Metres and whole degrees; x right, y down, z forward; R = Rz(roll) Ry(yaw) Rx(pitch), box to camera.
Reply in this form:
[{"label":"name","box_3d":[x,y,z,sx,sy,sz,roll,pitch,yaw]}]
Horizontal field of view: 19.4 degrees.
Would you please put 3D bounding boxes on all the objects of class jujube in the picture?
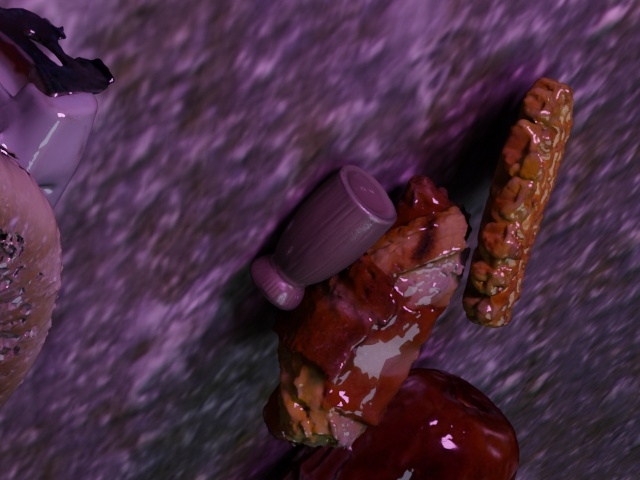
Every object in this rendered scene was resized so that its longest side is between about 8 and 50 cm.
[{"label":"jujube","box_3d":[0.050,0.220,1.588,0.243,0.183,0.183,-55,153,14]}]

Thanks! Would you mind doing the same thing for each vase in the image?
[{"label":"vase","box_3d":[0.000,0.000,1.249,0.100,0.053,0.053,-44,156,25]}]

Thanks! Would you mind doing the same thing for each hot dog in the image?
[{"label":"hot dog","box_3d":[0.028,0.051,1.308,0.213,0.103,0.146,-60,177,-1]}]

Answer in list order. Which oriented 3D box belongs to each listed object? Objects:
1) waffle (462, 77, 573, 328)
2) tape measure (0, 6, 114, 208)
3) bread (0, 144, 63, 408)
[{"label":"waffle","box_3d":[0.140,-0.025,1.318,0.191,0.038,0.191,17,90,-80]},{"label":"tape measure","box_3d":[-0.242,0.008,0.839,0.246,0.125,0.243,-12,139,-50]},{"label":"bread","box_3d":[-0.212,0.062,0.769,0.267,0.040,0.267,-35,153,-20]}]
